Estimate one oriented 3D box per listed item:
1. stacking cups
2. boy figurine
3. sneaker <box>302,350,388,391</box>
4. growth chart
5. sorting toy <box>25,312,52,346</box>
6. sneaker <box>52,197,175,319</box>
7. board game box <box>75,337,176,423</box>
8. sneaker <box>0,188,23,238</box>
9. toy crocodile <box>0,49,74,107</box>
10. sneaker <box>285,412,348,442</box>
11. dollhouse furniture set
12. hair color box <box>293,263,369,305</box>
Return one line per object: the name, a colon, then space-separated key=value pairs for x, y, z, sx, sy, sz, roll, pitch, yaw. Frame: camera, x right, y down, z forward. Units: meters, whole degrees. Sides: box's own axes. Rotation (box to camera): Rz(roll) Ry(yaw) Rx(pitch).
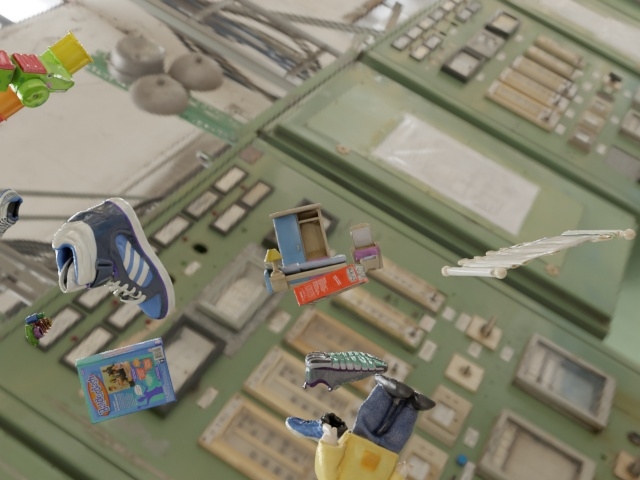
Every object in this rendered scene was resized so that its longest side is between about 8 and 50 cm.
stacking cups: x=-0.695 y=-0.373 z=1.965 sx=0.316 sy=0.096 sz=0.096 roll=-36 pitch=-12 yaw=-6
boy figurine: x=0.063 y=0.351 z=1.304 sx=0.285 sy=0.177 sz=0.092 roll=-59 pitch=23 yaw=-14
sneaker: x=0.063 y=0.346 z=2.162 sx=0.083 sy=0.224 sz=0.098 roll=-122 pitch=40 yaw=-68
growth chart: x=0.309 y=0.016 z=1.211 sx=0.237 sy=0.021 sz=0.172 roll=-16 pitch=5 yaw=-15
sorting toy: x=-0.618 y=0.190 z=1.833 sx=0.042 sy=0.061 sz=0.102 roll=-22 pitch=16 yaw=-1
sneaker: x=-0.476 y=0.086 z=1.847 sx=0.236 sy=0.130 sz=0.322 roll=-43 pitch=-59 yaw=-45
board game box: x=-0.474 y=0.342 z=2.029 sx=0.047 sy=0.210 sz=0.160 roll=-142 pitch=40 yaw=-69
sneaker: x=-0.719 y=-0.049 z=1.885 sx=0.052 sy=0.058 sz=0.135 roll=24 pitch=-91 yaw=-59
toy crocodile: x=-0.682 y=-0.359 z=1.764 sx=0.340 sy=0.115 sz=0.105 roll=-6 pitch=-38 yaw=-47
sneaker: x=-0.006 y=0.432 z=1.960 sx=0.058 sy=0.152 sz=0.084 roll=-34 pitch=-37 yaw=-59
dollhouse furniture set: x=0.000 y=0.000 z=1.993 sx=0.303 sy=0.286 sz=0.198 roll=57 pitch=-160 yaw=-87
hair color box: x=0.023 y=0.093 z=1.735 sx=0.141 sy=0.043 sz=0.072 roll=-24 pitch=-10 yaw=18
